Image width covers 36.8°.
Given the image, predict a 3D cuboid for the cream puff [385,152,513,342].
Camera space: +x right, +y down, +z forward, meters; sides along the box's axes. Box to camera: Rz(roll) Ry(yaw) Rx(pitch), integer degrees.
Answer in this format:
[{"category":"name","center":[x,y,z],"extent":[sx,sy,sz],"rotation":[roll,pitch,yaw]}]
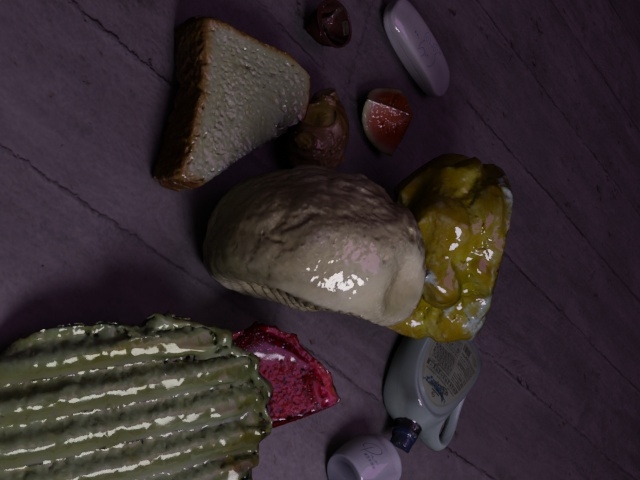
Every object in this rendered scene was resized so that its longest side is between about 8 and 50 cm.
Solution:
[{"category":"cream puff","center":[0.193,0.008,1.776],"extent":[0.378,0.275,0.378],"rotation":[13,90,-84]}]

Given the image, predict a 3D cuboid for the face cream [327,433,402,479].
[{"category":"face cream","center":[0.078,0.407,1.719],"extent":[0.104,0.117,0.117],"rotation":[-15,97,-43]}]

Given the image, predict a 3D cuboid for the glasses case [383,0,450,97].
[{"category":"glasses case","center":[0.202,-0.398,2.001],"extent":[0.233,0.059,0.092],"rotation":[53,48,-33]}]

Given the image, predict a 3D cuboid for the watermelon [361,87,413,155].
[{"category":"watermelon","center":[0.142,-0.233,1.887],"extent":[0.125,0.094,0.135],"rotation":[-26,111,-56]}]

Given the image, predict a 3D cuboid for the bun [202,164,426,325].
[{"category":"bun","center":[0.000,0.000,1.524],"extent":[0.349,0.352,0.227],"rotation":[66,37,-83]}]

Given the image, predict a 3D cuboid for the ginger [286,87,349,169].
[{"category":"ginger","center":[-0.005,-0.170,1.696],"extent":[0.157,0.102,0.216],"rotation":[87,19,-51]}]

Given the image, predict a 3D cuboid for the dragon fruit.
[{"category":"dragon fruit","center":[-0.122,0.238,1.481],"extent":[0.261,0.163,0.189],"rotation":[-12,139,-28]}]

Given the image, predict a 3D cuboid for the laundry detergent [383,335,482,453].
[{"category":"laundry detergent","center":[0.215,0.303,1.900],"extent":[0.215,0.105,0.280],"rotation":[51,49,-32]}]

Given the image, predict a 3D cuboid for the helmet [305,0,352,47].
[{"category":"helmet","center":[0.004,-0.394,1.767],"extent":[0.111,0.057,0.089],"rotation":[-9,96,-55]}]

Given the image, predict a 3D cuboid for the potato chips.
[{"category":"potato chips","center":[-0.261,0.279,1.295],"extent":[0.429,0.070,0.358],"rotation":[-6,98,-29]}]

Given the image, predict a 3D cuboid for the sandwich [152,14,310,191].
[{"category":"sandwich","center":[-0.134,-0.191,1.546],"extent":[0.254,0.099,0.288],"rotation":[25,66,-45]}]
